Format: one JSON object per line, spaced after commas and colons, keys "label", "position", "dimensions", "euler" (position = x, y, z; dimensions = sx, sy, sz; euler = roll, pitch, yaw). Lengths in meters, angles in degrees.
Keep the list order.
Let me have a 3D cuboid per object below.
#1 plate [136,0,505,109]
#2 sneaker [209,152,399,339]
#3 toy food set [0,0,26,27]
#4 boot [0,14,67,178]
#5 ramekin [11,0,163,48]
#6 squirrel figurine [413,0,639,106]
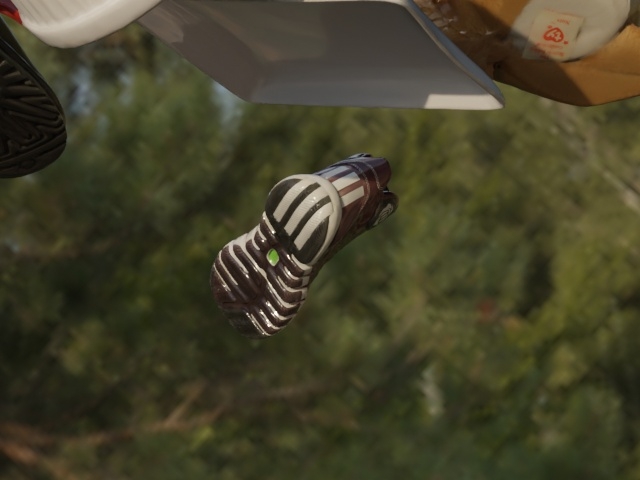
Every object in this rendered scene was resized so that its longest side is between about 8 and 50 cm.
{"label": "plate", "position": [-0.002, -0.180, 1.643], "dimensions": [0.278, 0.277, 0.045], "euler": [33, -117, -61]}
{"label": "sneaker", "position": [0.000, 0.000, 1.912], "dimensions": [0.162, 0.106, 0.281], "euler": [-28, -10, -33]}
{"label": "toy food set", "position": [-0.409, -0.321, 2.359], "dimensions": [0.232, 0.104, 0.111], "euler": [-40, -23, -24]}
{"label": "boot", "position": [-0.382, -0.254, 1.971], "dimensions": [0.131, 0.260, 0.348], "euler": [-19, -40, 8]}
{"label": "ramekin", "position": [-0.170, -0.292, 1.466], "dimensions": [0.273, 0.127, 0.273], "euler": [-30, 35, 24]}
{"label": "squirrel figurine", "position": [0.223, -0.346, 2.185], "dimensions": [0.397, 0.281, 0.370], "euler": [-20, 42, 17]}
